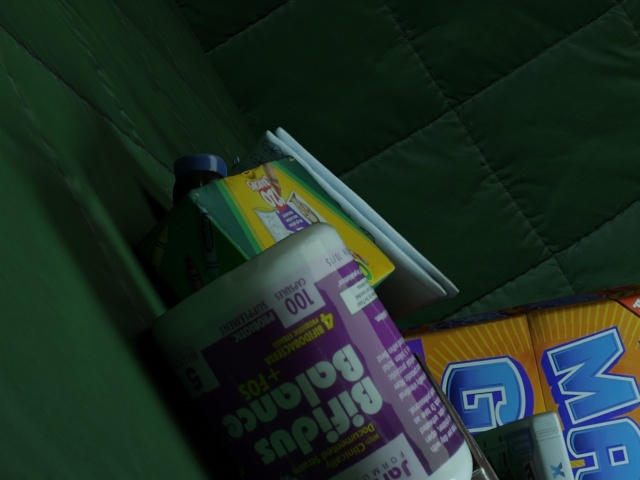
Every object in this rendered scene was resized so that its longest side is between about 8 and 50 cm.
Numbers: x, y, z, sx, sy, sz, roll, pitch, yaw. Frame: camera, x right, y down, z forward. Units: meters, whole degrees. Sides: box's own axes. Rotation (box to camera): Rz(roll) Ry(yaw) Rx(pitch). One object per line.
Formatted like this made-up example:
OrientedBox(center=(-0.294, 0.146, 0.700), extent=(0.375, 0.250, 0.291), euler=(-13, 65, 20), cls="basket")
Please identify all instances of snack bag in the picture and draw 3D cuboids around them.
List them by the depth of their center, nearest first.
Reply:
OrientedBox(center=(0.000, 0.000, 1.941), extent=(0.323, 0.037, 0.342), euler=(42, -21, -7), cls="snack bag")

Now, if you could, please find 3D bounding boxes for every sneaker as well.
OrientedBox(center=(-0.114, -0.003, 1.569), extent=(0.232, 0.081, 0.090), euler=(65, 18, -62), cls="sneaker")

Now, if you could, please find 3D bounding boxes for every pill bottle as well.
OrientedBox(center=(0.012, 0.151, 1.106), extent=(0.301, 0.169, 0.169), euler=(58, 3, 1), cls="pill bottle")

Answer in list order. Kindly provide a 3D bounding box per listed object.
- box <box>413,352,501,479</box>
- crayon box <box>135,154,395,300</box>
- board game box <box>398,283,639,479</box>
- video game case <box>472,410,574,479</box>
OrientedBox(center=(0.085, 0.250, 1.304), extent=(0.203, 0.167, 0.168), euler=(57, 3, -37), cls="box")
OrientedBox(center=(-0.043, 0.018, 1.371), extent=(0.165, 0.081, 0.278), euler=(47, 20, 5), cls="crayon box")
OrientedBox(center=(0.294, 0.264, 1.866), extent=(0.356, 0.356, 0.356), euler=(14, 65, -85), cls="board game box")
OrientedBox(center=(0.203, 0.343, 1.459), extent=(0.329, 0.036, 0.300), euler=(134, -56, -70), cls="video game case")
